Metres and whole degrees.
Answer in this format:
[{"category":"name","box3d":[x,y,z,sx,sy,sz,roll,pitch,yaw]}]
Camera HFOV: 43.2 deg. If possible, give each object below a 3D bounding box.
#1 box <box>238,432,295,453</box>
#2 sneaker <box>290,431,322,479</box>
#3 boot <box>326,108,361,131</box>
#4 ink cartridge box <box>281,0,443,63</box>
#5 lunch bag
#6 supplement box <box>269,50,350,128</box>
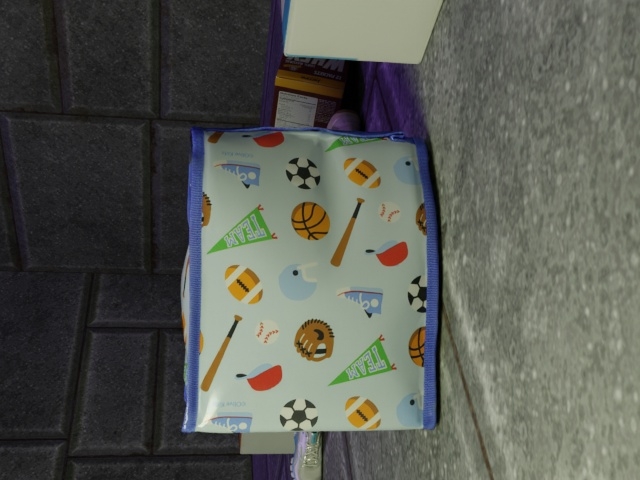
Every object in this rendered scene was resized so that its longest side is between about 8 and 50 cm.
[{"category":"box","box3d":[-0.141,0.402,2.197,0.345,0.168,0.215,-123,36,-74]},{"category":"sneaker","box3d":[-0.026,0.465,1.811,0.083,0.071,0.190,115,156,-53]},{"category":"boot","box3d":[0.032,-0.116,1.519,0.165,0.077,0.213,-98,21,-44]},{"category":"ink cartridge box","box3d":[0.050,-0.413,1.111,0.197,0.198,0.270,106,163,-57]},{"category":"lunch bag","box3d":[-0.020,0.042,1.076,0.239,0.328,0.385,-174,84,-79]},{"category":"supplement box","box3d":[-0.020,-0.292,1.604,0.194,0.129,0.191,103,179,-48]}]
